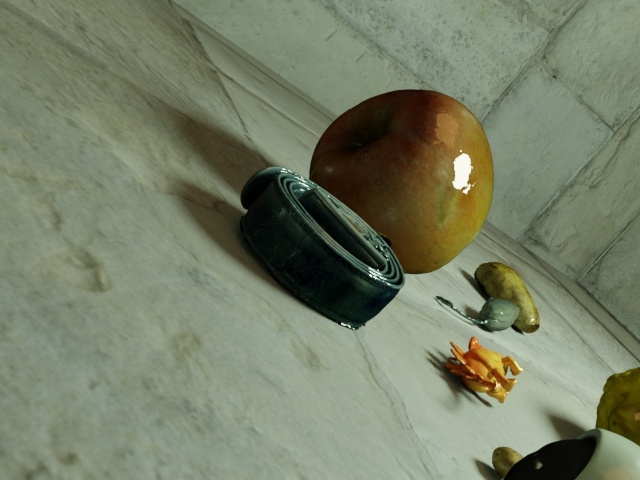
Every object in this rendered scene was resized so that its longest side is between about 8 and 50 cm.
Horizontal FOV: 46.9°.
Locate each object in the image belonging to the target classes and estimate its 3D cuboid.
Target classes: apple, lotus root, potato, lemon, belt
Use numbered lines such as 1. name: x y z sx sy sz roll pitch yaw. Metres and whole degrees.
1. apple: 0.149 -0.093 1.332 0.305 0.339 0.338 53 5 -32
2. lotus root: 0.476 0.136 1.853 0.110 0.097 0.258 31 20 -37
3. potato: 0.248 0.292 0.921 0.083 0.040 0.051 41 5 2
4. lemon: 0.617 0.336 1.288 0.320 0.245 0.245 19 22 -28
5. belt: 0.000 0.000 1.052 0.267 0.116 0.206 40 19 -5

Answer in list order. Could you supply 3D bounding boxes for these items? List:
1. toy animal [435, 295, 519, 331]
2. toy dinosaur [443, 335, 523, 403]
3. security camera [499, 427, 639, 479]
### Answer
1. toy animal: 0.344 0.156 1.554 0.253 0.070 0.079 6 -1 -44
2. toy dinosaur: 0.249 0.201 1.156 0.117 0.070 0.288 32 8 20
3. security camera: 0.247 0.279 0.665 0.195 0.194 0.236 38 14 -4
